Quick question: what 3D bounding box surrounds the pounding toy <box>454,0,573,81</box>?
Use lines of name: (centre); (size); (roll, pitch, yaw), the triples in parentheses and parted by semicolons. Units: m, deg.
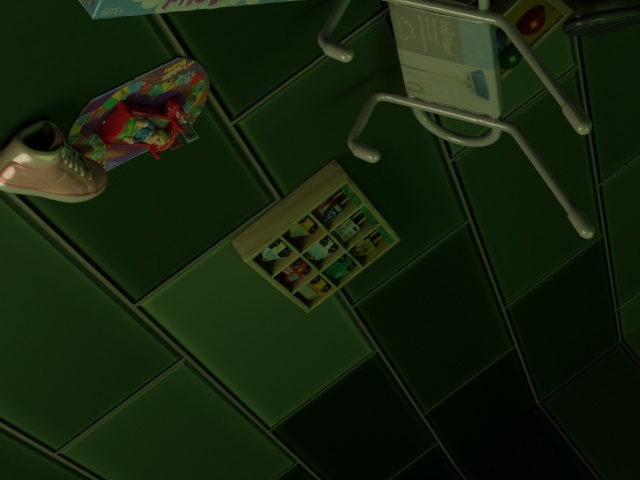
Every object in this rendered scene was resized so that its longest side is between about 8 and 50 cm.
pounding toy: (0.204, -0.280, 1.748); (0.181, 0.094, 0.206); (-44, 156, 15)

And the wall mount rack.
wall mount rack: (0.163, -0.145, 1.671); (0.350, 0.304, 0.130); (71, 40, -59)

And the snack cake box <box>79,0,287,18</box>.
snack cake box: (-0.087, -0.282, 1.351); (0.264, 0.089, 0.152); (-13, 146, -42)

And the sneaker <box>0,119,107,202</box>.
sneaker: (-0.252, -0.078, 1.528); (0.134, 0.051, 0.070); (3, 138, -44)

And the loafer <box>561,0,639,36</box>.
loafer: (0.399, -0.316, 1.999); (0.267, 0.084, 0.096); (-13, 178, -37)

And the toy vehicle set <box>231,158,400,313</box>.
toy vehicle set: (0.000, 0.000, 2.043); (0.166, 0.035, 0.267); (-39, 156, 3)

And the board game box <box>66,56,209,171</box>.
board game box: (-0.177, -0.115, 1.596); (0.168, 0.033, 0.133); (-29, 155, -19)
